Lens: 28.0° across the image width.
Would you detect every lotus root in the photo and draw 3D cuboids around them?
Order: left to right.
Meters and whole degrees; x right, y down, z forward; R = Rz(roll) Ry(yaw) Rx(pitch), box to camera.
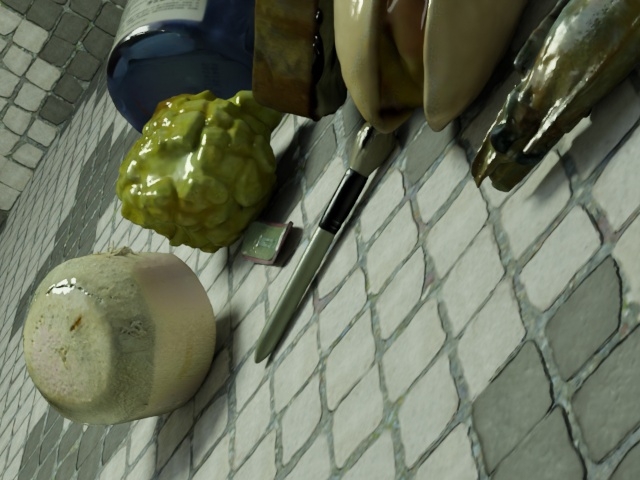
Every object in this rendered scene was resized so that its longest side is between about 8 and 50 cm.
[{"bbox_3d":[0.020,-0.323,1.399,0.375,0.111,0.390,-29,-43,-79],"label":"lotus root"}]

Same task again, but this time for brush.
[{"bbox_3d":[0.000,0.000,1.357,0.299,0.039,0.042,-61,20,4],"label":"brush"}]

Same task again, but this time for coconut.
[{"bbox_3d":[-0.233,0.112,1.537,0.224,0.224,0.234,-50,-13,29],"label":"coconut"}]

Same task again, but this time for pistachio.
[{"bbox_3d":[0.109,-0.247,1.219,0.193,0.214,0.318,8,73,25],"label":"pistachio"}]

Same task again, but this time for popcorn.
[{"bbox_3d":[-0.152,-0.096,1.651,0.235,0.181,0.217,-7,55,61],"label":"popcorn"}]

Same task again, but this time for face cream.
[{"bbox_3d":[-0.166,-0.276,1.826,0.249,0.249,0.225,-42,27,43],"label":"face cream"}]

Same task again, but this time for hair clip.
[{"bbox_3d":[-0.062,0.001,1.530,0.054,0.022,0.137,-65,20,-9],"label":"hair clip"}]

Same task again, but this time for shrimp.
[{"bbox_3d":[0.217,-0.173,1.012,0.317,0.077,0.168,-51,12,16],"label":"shrimp"}]
